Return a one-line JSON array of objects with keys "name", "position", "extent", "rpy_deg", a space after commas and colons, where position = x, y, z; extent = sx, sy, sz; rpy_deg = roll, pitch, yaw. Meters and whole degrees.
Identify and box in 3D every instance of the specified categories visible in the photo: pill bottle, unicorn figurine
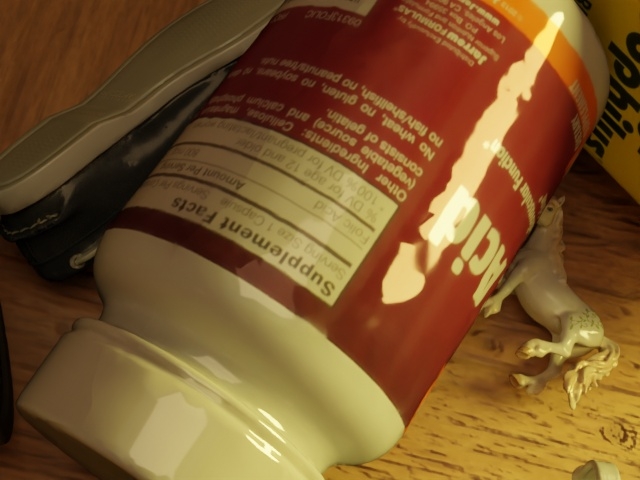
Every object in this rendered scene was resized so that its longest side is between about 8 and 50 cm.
[{"name": "pill bottle", "position": [0.000, 0.000, 0.778], "extent": [0.224, 0.224, 0.392], "rpy_deg": [32, 72, 8]}, {"name": "unicorn figurine", "position": [0.157, 0.036, 0.874], "extent": [0.111, 0.060, 0.162], "rpy_deg": [-29, 87, -25]}]

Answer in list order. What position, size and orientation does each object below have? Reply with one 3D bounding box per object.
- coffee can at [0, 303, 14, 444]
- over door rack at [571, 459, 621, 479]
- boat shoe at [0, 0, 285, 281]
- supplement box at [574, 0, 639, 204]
[{"name": "coffee can", "position": [-0.347, 0.055, 0.742], "extent": [0.275, 0.201, 0.201], "rpy_deg": [-11, 69, -9]}, {"name": "over door rack", "position": [0.255, 0.312, 0.749], "extent": [0.240, 0.108, 0.324], "rpy_deg": [7, 82, -1]}, {"name": "boat shoe", "position": [-0.107, -0.090, 0.884], "extent": [0.302, 0.091, 0.114], "rpy_deg": [-37, 31, -16]}, {"name": "supplement box", "position": [0.281, -0.143, 0.825], "extent": [0.195, 0.194, 0.356], "rpy_deg": [-35, 71, -16]}]
